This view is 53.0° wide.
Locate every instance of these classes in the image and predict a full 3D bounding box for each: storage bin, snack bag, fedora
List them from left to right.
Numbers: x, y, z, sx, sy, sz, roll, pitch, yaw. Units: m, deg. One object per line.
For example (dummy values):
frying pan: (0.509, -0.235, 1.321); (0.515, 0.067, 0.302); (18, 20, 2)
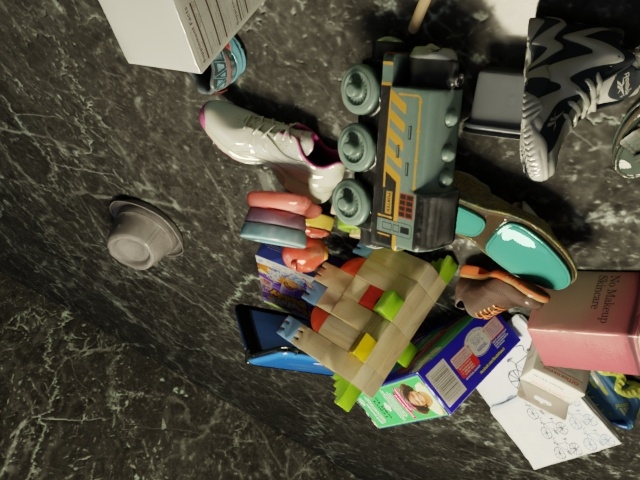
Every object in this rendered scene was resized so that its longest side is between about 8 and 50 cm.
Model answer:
fedora: (-0.526, 0.001, 1.848); (0.275, 0.124, 0.244); (-7, 133, 44)
storage bin: (0.287, -0.204, 0.940); (0.135, 0.098, 0.091); (14, 118, 25)
snack bag: (0.477, 0.354, 1.484); (0.343, 0.037, 0.323); (54, 150, 12)

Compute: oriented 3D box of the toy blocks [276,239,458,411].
toy blocks: (0.078, 0.144, 1.386); (0.260, 0.382, 0.191); (26, 166, 43)

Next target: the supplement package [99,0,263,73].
supplement package: (-0.183, -0.372, 0.921); (0.138, 0.244, 0.134); (15, 146, 24)

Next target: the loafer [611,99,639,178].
loafer: (0.474, -0.157, 0.847); (0.096, 0.084, 0.268); (29, 149, 1)

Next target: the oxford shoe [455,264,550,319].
oxford shoe: (0.341, 0.113, 1.231); (0.096, 0.099, 0.271); (23, 177, -12)

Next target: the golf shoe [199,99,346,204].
golf shoe: (-0.083, -0.195, 1.239); (0.306, 0.115, 0.140); (29, 141, -15)

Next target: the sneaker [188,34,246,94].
sneaker: (-0.241, -0.361, 1.098); (0.262, 0.125, 0.104); (44, 145, -23)

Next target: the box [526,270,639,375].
box: (0.523, 0.149, 1.181); (0.232, 0.149, 0.127); (-2, 136, 40)

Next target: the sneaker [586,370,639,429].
sneaker: (0.597, 0.323, 1.391); (0.240, 0.126, 0.091); (29, 149, 0)

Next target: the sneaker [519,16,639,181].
sneaker: (0.333, -0.181, 0.806); (0.152, 0.235, 0.094); (3, 150, 17)

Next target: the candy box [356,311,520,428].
candy box: (0.257, 0.295, 1.477); (0.122, 0.268, 0.317); (52, 149, 4)

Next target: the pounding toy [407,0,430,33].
pounding toy: (0.052, -0.371, 0.860); (0.236, 0.110, 0.183); (32, 149, -2)

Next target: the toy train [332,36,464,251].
toy train: (0.128, -0.138, 0.989); (0.190, 0.142, 0.334); (18, 112, 42)

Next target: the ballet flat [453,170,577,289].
ballet flat: (0.302, -0.040, 1.129); (0.348, 0.123, 0.123); (27, 149, -2)

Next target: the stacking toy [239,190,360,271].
stacking toy: (0.000, 0.000, 1.296); (0.279, 0.131, 0.309); (7, 174, 23)

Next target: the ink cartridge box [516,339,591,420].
ink cartridge box: (0.485, 0.249, 1.308); (0.115, 0.198, 0.067); (26, 149, 6)

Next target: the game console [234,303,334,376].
game console: (-0.038, 0.238, 1.606); (0.293, 0.174, 0.250); (15, 156, -33)

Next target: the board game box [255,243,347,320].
board game box: (0.015, 0.132, 1.639); (0.346, 0.078, 0.233); (20, 148, 16)
